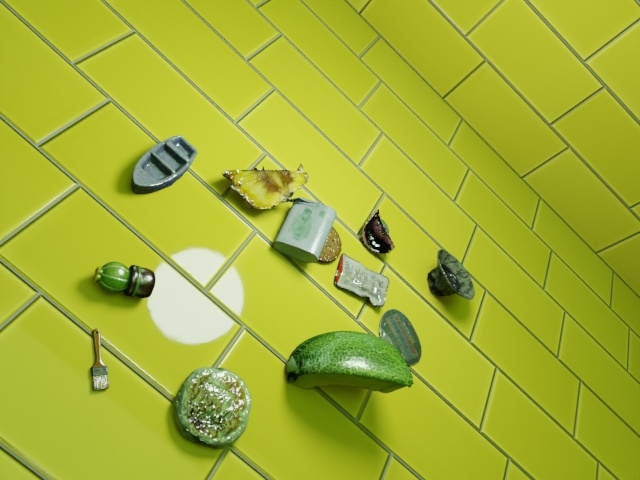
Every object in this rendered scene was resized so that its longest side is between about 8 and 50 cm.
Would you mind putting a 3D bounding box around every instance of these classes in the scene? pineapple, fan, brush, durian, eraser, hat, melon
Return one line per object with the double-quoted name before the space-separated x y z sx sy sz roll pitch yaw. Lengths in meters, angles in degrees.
"pineapple" -0.194 -0.190 2.034 0.334 0.161 0.158 -9 97 -21
"fan" 0.293 0.401 2.118 0.223 0.012 0.294 44 46 -9
"brush" -0.593 0.315 1.488 0.043 0.014 0.170 4 61 -38
"durian" 0.227 -0.023 2.291 0.187 0.119 0.108 65 8 -2
"eraser" -0.056 -0.039 2.038 0.174 0.081 0.227 21 55 3
"hat" 0.531 0.167 2.365 0.265 0.128 0.265 34 36 -30
"melon" 0.075 0.408 1.821 0.343 0.226 0.331 17 17 -30

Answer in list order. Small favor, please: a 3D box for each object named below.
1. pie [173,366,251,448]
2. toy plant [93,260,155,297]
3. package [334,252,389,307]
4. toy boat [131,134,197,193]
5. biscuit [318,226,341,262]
"pie" -0.303 0.473 1.586 0.240 0.054 0.240 18 54 -26
"toy plant" -0.559 0.110 1.587 0.162 0.093 0.093 17 54 -29
"package" 0.162 0.158 2.153 0.232 0.040 0.166 26 47 -12
"toy boat" -0.525 -0.244 1.843 0.127 0.078 0.283 45 46 -7
"biscuit" -0.001 0.001 2.127 0.188 0.027 0.188 17 56 -27
